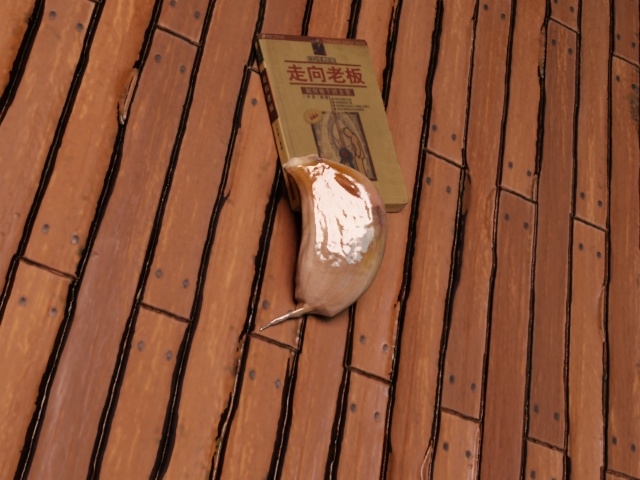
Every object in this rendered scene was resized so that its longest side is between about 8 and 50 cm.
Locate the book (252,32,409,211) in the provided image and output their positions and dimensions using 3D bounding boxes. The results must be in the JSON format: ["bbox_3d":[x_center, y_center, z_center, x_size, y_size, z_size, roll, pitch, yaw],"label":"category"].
[{"bbox_3d":[0.014,-0.144,1.318,0.161,0.026,0.231,-2,69,-32],"label":"book"}]

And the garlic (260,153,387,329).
[{"bbox_3d":[0.007,0.011,1.206,0.128,0.090,0.198,12,87,-22],"label":"garlic"}]
